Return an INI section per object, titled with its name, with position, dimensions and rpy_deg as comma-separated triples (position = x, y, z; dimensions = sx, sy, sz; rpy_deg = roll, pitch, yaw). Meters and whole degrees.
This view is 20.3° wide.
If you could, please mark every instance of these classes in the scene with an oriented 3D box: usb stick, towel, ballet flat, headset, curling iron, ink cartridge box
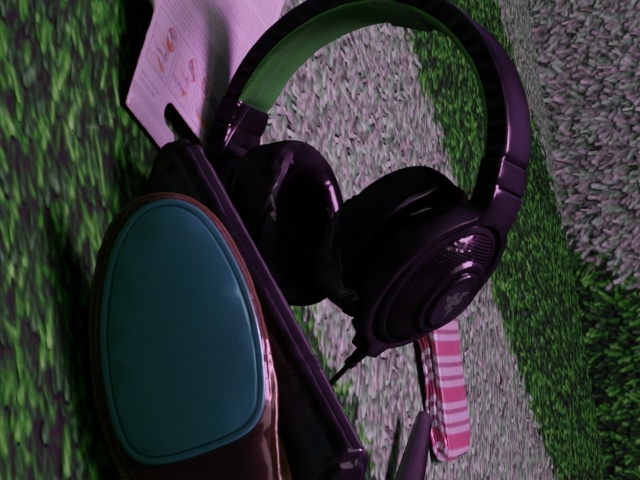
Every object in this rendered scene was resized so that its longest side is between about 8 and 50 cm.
[usb stick]
position = -0.046, 0.054, 1.181
dimensions = 0.278, 0.045, 0.077
rpy_deg = 61, -26, 27
[towel]
position = 0.137, 0.151, 2.023
dimensions = 0.144, 0.029, 0.197
rpy_deg = 13, 70, -74
[ballet flat]
position = -0.069, 0.143, 1.122
dimensions = 0.124, 0.116, 0.342
rpy_deg = 123, -51, -78
[headset]
position = 0.000, 0.000, 1.284
dimensions = 0.185, 0.243, 0.394
rpy_deg = 18, 86, -60
[curling iron]
position = 0.083, 0.264, 1.733
dimensions = 0.274, 0.035, 0.068
rpy_deg = -80, 159, -51
[ink cartridge box]
position = -0.101, -0.163, 1.364
dimensions = 0.232, 0.066, 0.189
rpy_deg = -71, 154, -20
